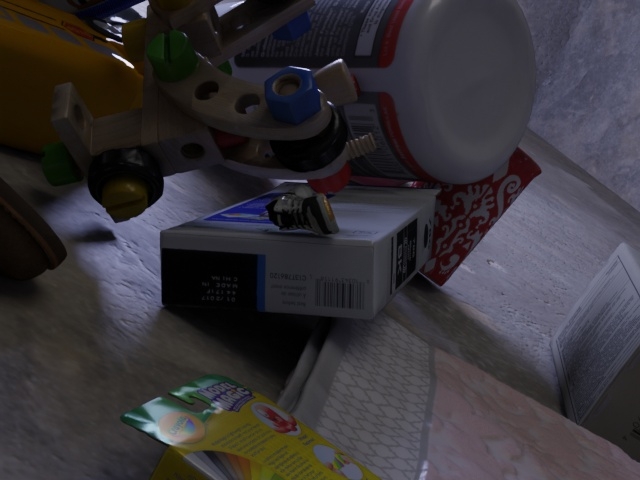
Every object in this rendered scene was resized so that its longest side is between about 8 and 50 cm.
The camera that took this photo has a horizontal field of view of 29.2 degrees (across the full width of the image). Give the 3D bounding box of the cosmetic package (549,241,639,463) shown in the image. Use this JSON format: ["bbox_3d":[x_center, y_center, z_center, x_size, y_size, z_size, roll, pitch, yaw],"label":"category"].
[{"bbox_3d":[0.332,0.123,1.233,0.129,0.153,0.296,32,16,-2],"label":"cosmetic package"}]

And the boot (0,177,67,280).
[{"bbox_3d":[-0.282,-0.042,0.715,0.112,0.115,0.305,13,-21,47],"label":"boot"}]

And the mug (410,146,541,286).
[{"bbox_3d":[0.149,-0.041,1.370,0.113,0.169,0.150,37,0,4],"label":"mug"}]

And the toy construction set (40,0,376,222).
[{"bbox_3d":[-0.101,-0.118,1.019,0.309,0.237,0.257,40,31,-72],"label":"toy construction set"}]

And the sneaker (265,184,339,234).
[{"bbox_3d":[-0.014,-0.016,0.867,0.083,0.037,0.032,26,-44,69],"label":"sneaker"}]

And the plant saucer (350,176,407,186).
[{"bbox_3d":[0.015,-0.168,1.726,0.332,0.084,0.332,28,14,-7],"label":"plant saucer"}]

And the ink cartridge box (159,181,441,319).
[{"bbox_3d":[0.000,0.000,1.030,0.165,0.065,0.333,2,10,15],"label":"ink cartridge box"}]

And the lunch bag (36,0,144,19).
[{"bbox_3d":[-0.271,-0.354,1.235,0.328,0.386,0.239,-113,178,-54],"label":"lunch bag"}]

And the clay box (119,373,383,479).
[{"bbox_3d":[-0.002,0.157,0.646,0.222,0.053,0.127,33,15,14],"label":"clay box"}]

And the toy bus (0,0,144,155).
[{"bbox_3d":[-0.274,-0.150,1.038,0.333,0.108,0.130,14,21,-47],"label":"toy bus"}]

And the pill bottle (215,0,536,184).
[{"bbox_3d":[0.026,-0.174,1.305,0.363,0.210,0.210,9,-4,44],"label":"pill bottle"}]

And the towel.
[{"bbox_3d":[0.119,0.162,0.876,0.317,0.053,0.332,30,15,0],"label":"towel"}]

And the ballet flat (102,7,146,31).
[{"bbox_3d":[-0.220,-0.216,1.415,0.096,0.095,0.280,46,20,22],"label":"ballet flat"}]
